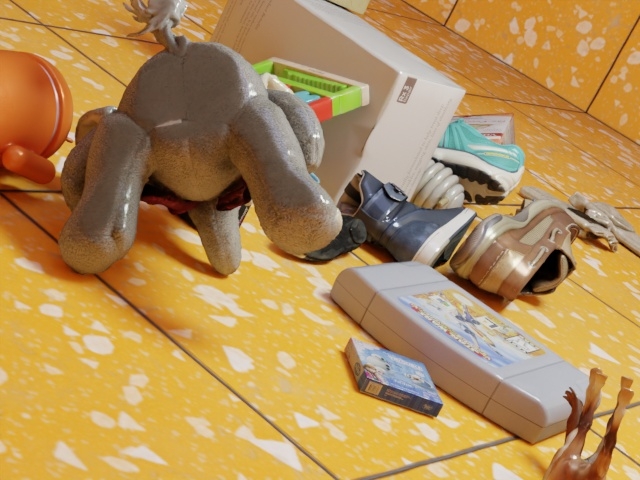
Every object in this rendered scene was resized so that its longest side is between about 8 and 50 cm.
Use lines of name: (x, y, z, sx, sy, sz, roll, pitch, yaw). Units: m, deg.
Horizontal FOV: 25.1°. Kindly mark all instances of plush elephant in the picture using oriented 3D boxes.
plush elephant: (-0.126, -0.081, 1.507, 0.255, 0.272, 0.330, 73, 5, -66)

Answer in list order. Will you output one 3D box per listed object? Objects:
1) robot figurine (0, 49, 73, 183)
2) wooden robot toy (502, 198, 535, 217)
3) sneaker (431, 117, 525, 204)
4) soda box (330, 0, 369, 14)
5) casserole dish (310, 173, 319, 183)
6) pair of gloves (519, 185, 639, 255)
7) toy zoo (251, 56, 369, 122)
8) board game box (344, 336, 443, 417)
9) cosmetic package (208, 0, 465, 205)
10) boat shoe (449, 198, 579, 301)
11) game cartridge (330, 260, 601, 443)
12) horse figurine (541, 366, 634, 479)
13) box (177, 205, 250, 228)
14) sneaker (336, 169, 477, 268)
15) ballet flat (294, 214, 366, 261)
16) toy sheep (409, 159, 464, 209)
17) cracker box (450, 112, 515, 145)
robot figurine: (-0.344, -0.135, 1.491, 0.158, 0.128, 0.219, 17, 12, 26)
wooden robot toy: (0.311, -0.031, 2.250, 0.079, 0.076, 0.173, 14, 18, -4)
sneaker: (0.184, -0.139, 2.217, 0.275, 0.107, 0.110, 22, 54, 21)
soda box: (-0.007, -0.405, 2.153, 0.181, 0.061, 0.058, 20, 19, -21)
casserole dish: (-0.082, -0.090, 1.892, 0.114, 0.037, 0.188, 36, 19, 28)
pair of gloves: (0.493, -0.037, 2.569, 0.240, 0.042, 0.204, 11, 23, -43)
toy zoo: (-0.104, -0.176, 1.905, 0.192, 0.030, 0.293, 21, 35, 41)
board game box: (0.075, 0.141, 1.488, 0.090, 0.020, 0.090, 21, 17, -19)
cosmetic package: (0.003, -0.225, 2.108, 0.156, 0.217, 0.385, 6, 28, -48)
boat shoe: (0.293, 0.027, 1.995, 0.116, 0.123, 0.324, 41, 28, 19)
game cartridge: (0.162, 0.118, 1.633, 0.297, 0.062, 0.198, 35, 15, 24)
horse figurine: (0.246, 0.208, 1.364, 0.066, 0.174, 0.263, 21, 3, 9)
box: (-0.126, -0.047, 1.676, 0.062, 0.052, 0.083, 35, 18, 20)
sneaker: (0.115, -0.036, 1.939, 0.163, 0.086, 0.226, 34, 20, 12)
ballet flat: (0.000, 0.000, 1.763, 0.173, 0.049, 0.057, -7, 82, -60)
toy sheep: (0.168, -0.072, 2.131, 0.132, 0.091, 0.091, 45, 20, 8)
cracker box: (0.233, -0.158, 2.367, 0.156, 0.067, 0.232, -2, 15, 13)
